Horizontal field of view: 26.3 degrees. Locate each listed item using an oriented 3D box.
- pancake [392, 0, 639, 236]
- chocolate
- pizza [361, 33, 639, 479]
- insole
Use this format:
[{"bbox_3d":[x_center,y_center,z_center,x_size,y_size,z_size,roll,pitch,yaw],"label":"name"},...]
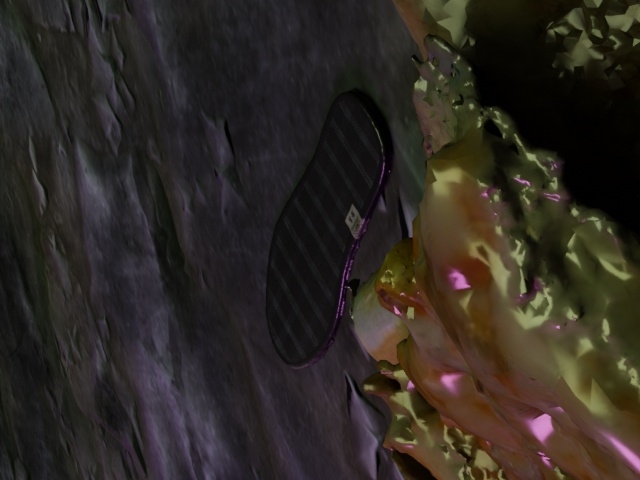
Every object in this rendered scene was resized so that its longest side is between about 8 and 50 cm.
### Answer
[{"bbox_3d":[0.169,-0.136,0.490,0.382,0.071,0.382,17,128,23],"label":"pancake"},{"bbox_3d":[0.098,0.015,0.853,0.219,0.085,0.086,-43,67,56],"label":"chocolate"},{"bbox_3d":[0.159,0.144,0.660,0.392,0.080,0.435,45,167,21],"label":"pizza"},{"bbox_3d":[0.000,0.000,1.083,0.110,0.012,0.309,61,150,25],"label":"insole"}]
